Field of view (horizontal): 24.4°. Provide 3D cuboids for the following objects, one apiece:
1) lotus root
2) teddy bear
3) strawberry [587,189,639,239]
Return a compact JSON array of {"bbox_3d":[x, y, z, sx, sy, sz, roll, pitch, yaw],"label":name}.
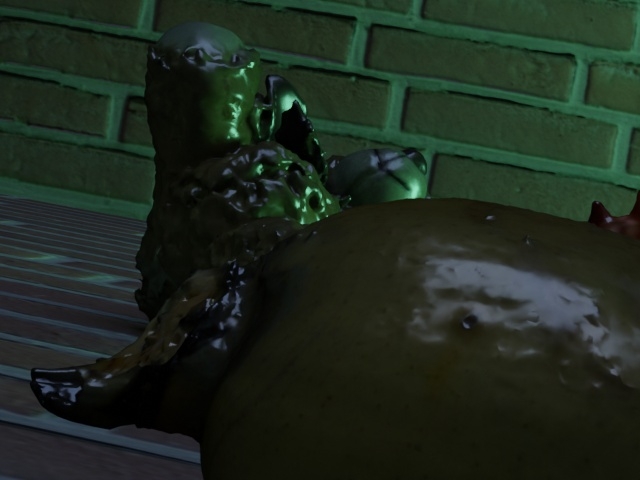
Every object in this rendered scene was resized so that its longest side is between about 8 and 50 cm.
[{"bbox_3d":[0.033,0.046,0.403,0.221,0.118,0.125,13,-14,11],"label":"lotus root"},{"bbox_3d":[0.000,0.000,0.983,0.256,0.156,0.267,7,43,-44],"label":"teddy bear"},{"bbox_3d":[0.223,0.001,0.531,0.138,0.306,0.233,44,-13,-31],"label":"strawberry"}]
